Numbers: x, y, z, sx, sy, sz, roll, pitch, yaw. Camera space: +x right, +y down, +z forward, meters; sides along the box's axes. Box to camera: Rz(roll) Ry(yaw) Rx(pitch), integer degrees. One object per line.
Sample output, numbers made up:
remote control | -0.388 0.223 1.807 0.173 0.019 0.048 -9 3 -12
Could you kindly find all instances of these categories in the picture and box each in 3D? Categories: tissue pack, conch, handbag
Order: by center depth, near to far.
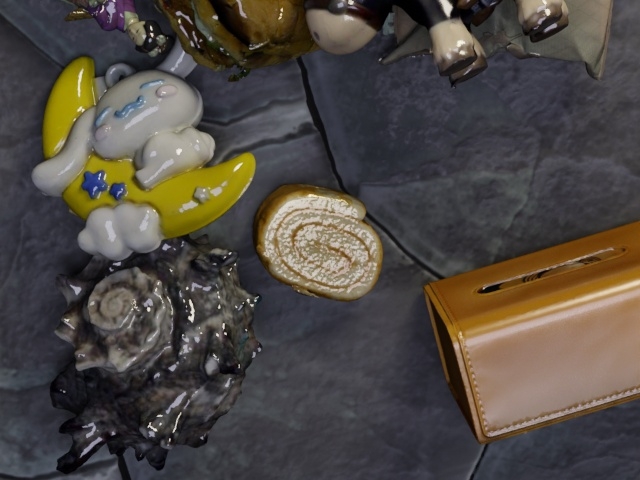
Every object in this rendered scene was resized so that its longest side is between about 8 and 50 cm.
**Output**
handbag | 0.192 -0.254 1.941 0.270 0.117 0.182 1 117 3
conch | -0.194 0.118 1.987 0.241 0.186 0.313 28 114 6
tissue pack | 0.271 0.096 2.025 0.275 0.194 0.145 -17 109 -2

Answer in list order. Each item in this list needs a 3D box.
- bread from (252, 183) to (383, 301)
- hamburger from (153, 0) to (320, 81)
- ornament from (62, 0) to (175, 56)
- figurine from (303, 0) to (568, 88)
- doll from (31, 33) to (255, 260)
bread | 0.000 0.000 2.022 0.149 0.073 0.122 17 103 -12
hamburger | -0.064 -0.269 1.875 0.206 0.130 0.183 -26 95 -24
ornament | -0.238 -0.256 1.868 0.203 0.081 0.088 34 103 7
figurine | 0.105 -0.357 1.800 0.306 0.241 0.411 3 95 28
doll | -0.190 -0.110 1.925 0.252 0.111 0.237 -30 72 9
